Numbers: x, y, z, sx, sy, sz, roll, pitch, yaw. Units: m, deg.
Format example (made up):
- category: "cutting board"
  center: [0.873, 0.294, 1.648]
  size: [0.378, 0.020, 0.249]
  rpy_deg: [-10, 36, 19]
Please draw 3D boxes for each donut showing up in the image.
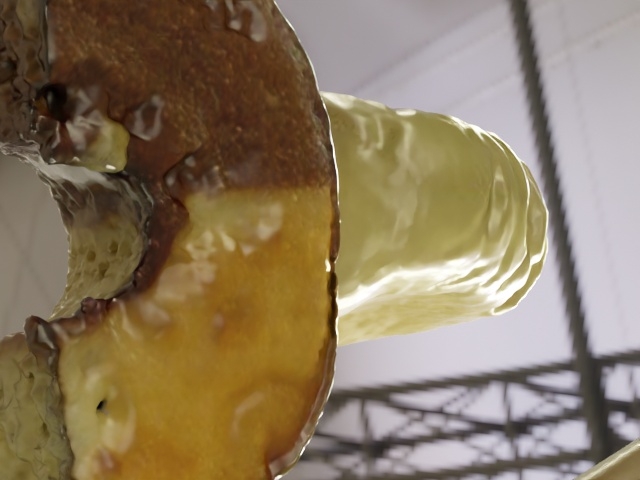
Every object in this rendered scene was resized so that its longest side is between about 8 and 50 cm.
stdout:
- category: "donut"
  center: [-0.069, 0.000, 0.639]
  size: [0.085, 0.141, 0.217]
  rpy_deg: [-6, -95, 43]

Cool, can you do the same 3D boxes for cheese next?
- category: "cheese"
  center: [0.000, 0.000, 0.972]
  size: [0.226, 0.214, 0.117]
  rpy_deg: [-8, -99, 32]

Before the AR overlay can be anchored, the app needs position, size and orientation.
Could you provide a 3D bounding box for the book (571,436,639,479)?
- category: "book"
  center: [0.202, 0.094, 0.353]
  size: [0.269, 0.389, 0.032]
  rpy_deg: [47, -41, 24]
